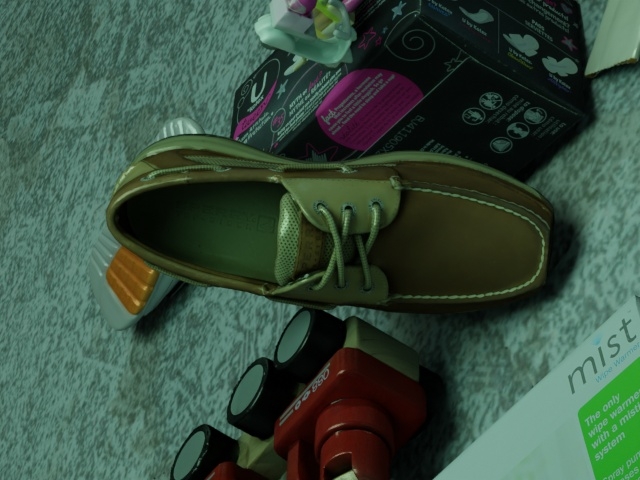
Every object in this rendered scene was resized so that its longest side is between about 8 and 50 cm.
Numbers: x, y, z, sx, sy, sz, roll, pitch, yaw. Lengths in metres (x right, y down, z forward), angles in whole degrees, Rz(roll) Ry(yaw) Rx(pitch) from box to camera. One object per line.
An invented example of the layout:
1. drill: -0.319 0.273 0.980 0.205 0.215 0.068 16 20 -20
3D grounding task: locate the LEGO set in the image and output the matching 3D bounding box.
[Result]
1. LEGO set: 0.001 -0.255 1.378 0.107 0.132 0.287 -36 55 33

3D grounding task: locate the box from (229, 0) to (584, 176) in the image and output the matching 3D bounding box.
1. box: 0.062 -0.106 1.457 0.247 0.163 0.142 -42 30 38

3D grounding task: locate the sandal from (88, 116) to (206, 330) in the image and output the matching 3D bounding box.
1. sandal: -0.143 -0.010 1.832 0.265 0.076 0.102 -56 50 39

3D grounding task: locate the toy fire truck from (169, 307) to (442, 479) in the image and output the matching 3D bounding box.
1. toy fire truck: 0.002 0.207 1.355 0.217 0.158 0.246 -49 21 28

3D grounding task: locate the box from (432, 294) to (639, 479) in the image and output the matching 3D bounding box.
1. box: 0.162 0.206 1.071 0.262 0.127 0.231 -47 34 32

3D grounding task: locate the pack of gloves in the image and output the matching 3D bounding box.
1. pack of gloves: 0.275 -0.229 1.336 0.195 0.046 0.232 161 129 -73

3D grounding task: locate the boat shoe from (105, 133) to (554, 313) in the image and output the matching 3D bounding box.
1. boat shoe: 0.000 0.000 1.348 0.120 0.324 0.122 -44 -43 -70
